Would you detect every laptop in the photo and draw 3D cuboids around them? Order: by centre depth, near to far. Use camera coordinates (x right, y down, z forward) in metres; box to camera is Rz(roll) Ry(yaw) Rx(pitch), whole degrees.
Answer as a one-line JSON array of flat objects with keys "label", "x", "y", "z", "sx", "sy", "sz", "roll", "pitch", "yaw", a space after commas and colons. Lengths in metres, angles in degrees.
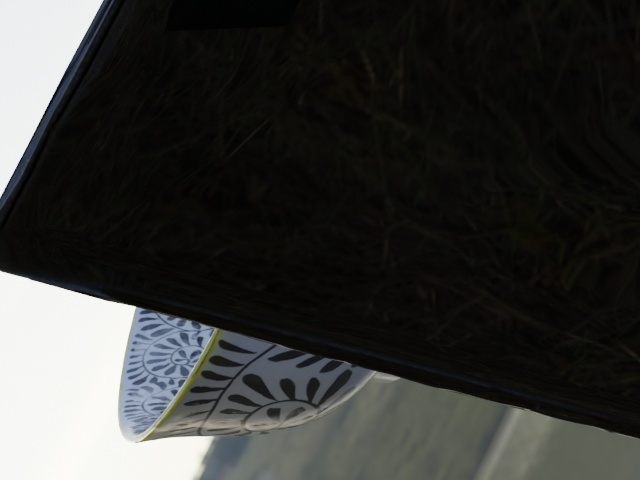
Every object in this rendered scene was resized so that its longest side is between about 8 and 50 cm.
[{"label": "laptop", "x": 0.103, "y": -0.179, "z": 0.599, "sx": 0.236, "sy": 0.382, "sz": 0.408, "roll": -30, "pitch": 57, "yaw": 36}]

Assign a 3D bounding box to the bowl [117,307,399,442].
[{"label": "bowl", "x": 0.000, "y": 0.000, "z": 0.644, "sx": 0.170, "sy": 0.080, "sz": 0.170, "roll": -159, "pitch": 90, "yaw": -76}]
